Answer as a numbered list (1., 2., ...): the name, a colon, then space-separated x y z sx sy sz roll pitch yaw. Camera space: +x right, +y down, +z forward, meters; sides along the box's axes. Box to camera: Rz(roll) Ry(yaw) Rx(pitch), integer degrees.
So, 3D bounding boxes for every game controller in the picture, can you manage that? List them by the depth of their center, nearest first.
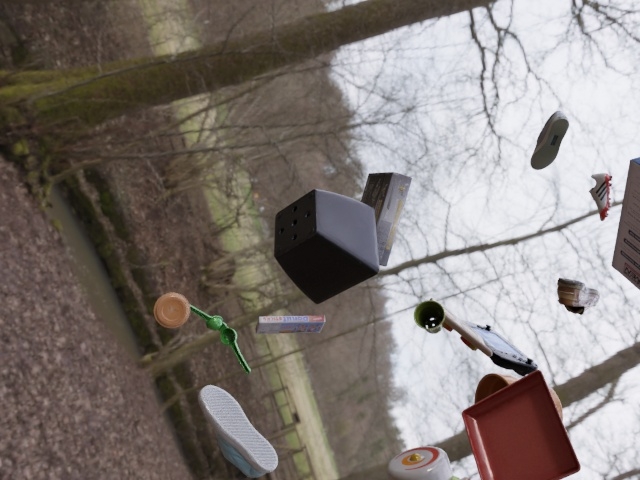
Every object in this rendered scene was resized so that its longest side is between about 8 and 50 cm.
1. game controller: 0.560 0.336 1.958 0.067 0.166 0.319 -62 -161 7

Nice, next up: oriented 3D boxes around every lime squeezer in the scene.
1. lime squeezer: -0.332 0.299 1.969 0.310 0.059 0.110 49 27 -9

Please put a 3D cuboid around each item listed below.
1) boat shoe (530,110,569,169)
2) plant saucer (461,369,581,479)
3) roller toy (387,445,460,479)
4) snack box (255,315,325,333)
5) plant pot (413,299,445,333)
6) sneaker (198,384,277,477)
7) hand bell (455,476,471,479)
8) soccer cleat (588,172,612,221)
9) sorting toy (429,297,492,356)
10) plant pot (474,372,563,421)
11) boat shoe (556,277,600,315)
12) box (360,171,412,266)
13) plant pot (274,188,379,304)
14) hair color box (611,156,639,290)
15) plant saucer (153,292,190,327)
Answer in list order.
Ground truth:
1. boat shoe: 0.811 -0.355 2.154 0.081 0.079 0.227 -78 -178 -48
2. plant saucer: 0.493 0.491 1.498 0.048 0.259 0.258 26 38 -33
3. roller toy: 0.301 0.715 1.834 0.191 0.209 0.146 173 -99 -80
4. snack box: -0.080 0.224 1.616 0.064 0.178 0.022 112 -26 -51
5. plant pot: 0.297 0.213 1.626 0.079 0.083 0.083 56 10 -56
6. sneaker: -0.316 0.671 2.080 0.366 0.150 0.135 51 28 4
7. hand bell: 0.157 0.413 0.881 0.126 0.242 0.126 16 -65 39
8. soccer cleat: 0.470 -0.073 1.023 0.029 0.036 0.083 -32 122 -53
9. sorting toy: 0.397 0.253 1.758 0.193 0.038 0.208 39 6 -1
10. plant pot: 0.704 0.606 2.131 0.291 0.203 0.291 180 -90 -74
11. boat shoe: 1.022 0.235 2.436 0.122 0.324 0.120 8 -99 44
12. box: 0.146 -0.059 1.561 0.183 0.056 0.231 -163 -91 -74
13. plant pot: 0.000 0.000 1.333 0.167 0.187 0.188 32 41 -36
14. hair color box: 0.865 -0.033 1.554 0.174 0.105 0.347 -115 -167 -53
15. plant saucer: -0.346 0.163 1.417 0.013 0.083 0.083 174 -102 -71
